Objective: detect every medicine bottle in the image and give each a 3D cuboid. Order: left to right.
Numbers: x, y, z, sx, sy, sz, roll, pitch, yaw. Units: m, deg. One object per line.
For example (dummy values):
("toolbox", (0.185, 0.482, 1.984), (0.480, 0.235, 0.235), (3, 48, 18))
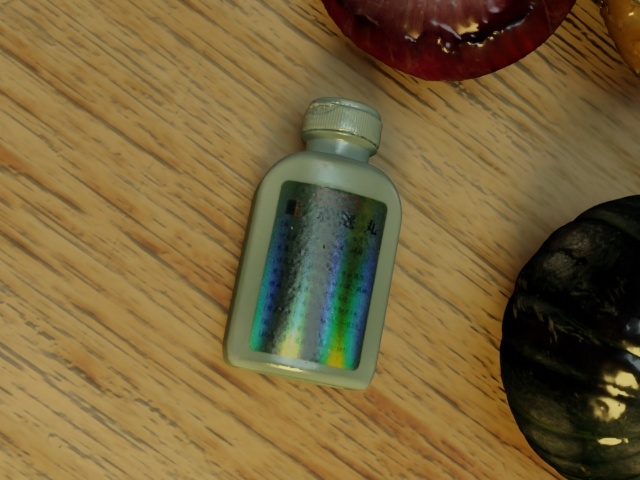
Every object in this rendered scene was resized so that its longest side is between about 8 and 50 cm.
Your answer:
("medicine bottle", (0.000, 0.000, 0.735), (0.121, 0.083, 0.228), (12, 80, -9))

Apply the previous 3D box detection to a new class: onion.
("onion", (0.106, -0.248, 0.756), (0.248, 0.161, 0.248), (-2, 70, 6))

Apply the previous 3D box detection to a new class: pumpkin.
("pumpkin", (0.267, 0.090, 0.724), (0.250, 0.216, 0.249), (-9, 117, -19))

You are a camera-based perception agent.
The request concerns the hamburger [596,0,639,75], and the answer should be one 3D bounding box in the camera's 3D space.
("hamburger", (0.341, -0.242, 0.756), (0.260, 0.211, 0.245), (31, 64, -46))
